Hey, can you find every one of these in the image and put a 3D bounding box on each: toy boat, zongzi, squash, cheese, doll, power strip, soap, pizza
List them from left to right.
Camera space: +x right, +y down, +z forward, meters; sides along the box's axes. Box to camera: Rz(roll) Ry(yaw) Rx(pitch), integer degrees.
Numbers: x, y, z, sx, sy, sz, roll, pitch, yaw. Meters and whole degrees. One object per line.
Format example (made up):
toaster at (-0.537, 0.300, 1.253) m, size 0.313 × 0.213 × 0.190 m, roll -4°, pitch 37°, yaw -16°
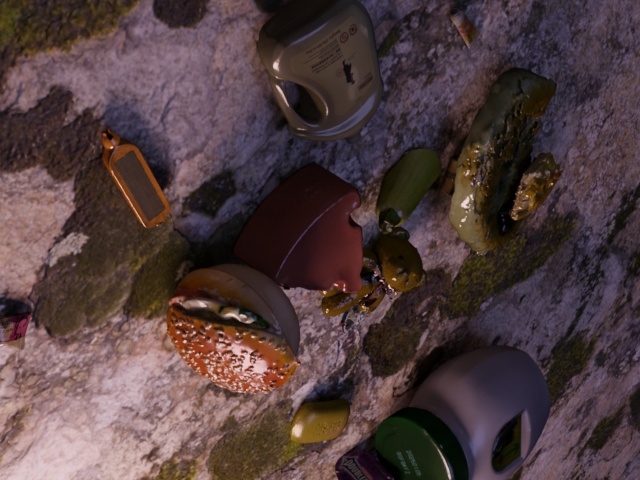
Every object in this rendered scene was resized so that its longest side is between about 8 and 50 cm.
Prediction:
power strip at (-0.260, -0.088, 1.375) m, size 0.049 × 0.028 × 0.178 m, roll -40°, pitch 137°, yaw -17°
cheese at (-0.004, -0.021, 1.583) m, size 0.203 × 0.128 × 0.177 m, roll 8°, pitch 111°, yaw -44°
soap at (0.002, 0.343, 1.888) m, size 0.140 × 0.045 × 0.088 m, roll 2°, pitch 118°, yaw -43°
toy boat at (0.065, 0.136, 1.819) m, size 0.038 × 0.038 × 0.083 m, roll 32°, pitch 91°, yaw -49°
doll at (0.094, 0.069, 1.758) m, size 0.210 × 0.097 × 0.137 m, roll -29°, pitch 115°, yaw -19°
squash at (0.134, -0.077, 1.718) m, size 0.200 × 0.075 × 0.090 m, roll -52°, pitch 163°, yaw -37°
zongzi at (0.265, -0.118, 1.833) m, size 0.083 × 0.040 × 0.076 m, roll 2°, pitch 116°, yaw -38°
pizza at (0.407, -0.103, 1.855) m, size 0.160 × 0.036 × 0.099 m, roll -44°, pitch 144°, yaw -31°

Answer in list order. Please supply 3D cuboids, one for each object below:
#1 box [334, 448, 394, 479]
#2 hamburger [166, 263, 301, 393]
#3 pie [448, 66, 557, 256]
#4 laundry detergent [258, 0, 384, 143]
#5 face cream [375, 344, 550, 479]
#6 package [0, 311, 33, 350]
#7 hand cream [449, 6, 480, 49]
box at (0.114, 0.594, 2.089) m, size 0.097 × 0.134 × 0.345 m, roll -32°, pitch 134°, yaw -20°
hamburger at (-0.134, 0.140, 1.511) m, size 0.147 × 0.237 × 0.236 m, roll -50°, pitch 144°, yaw -41°
pie at (0.336, -0.136, 1.833) m, size 0.296 × 0.078 × 0.371 m, roll -41°, pitch 141°, yaw -33°
laundry detergent at (0.012, -0.240, 1.483) m, size 0.181 × 0.091 × 0.253 m, roll -39°, pitch 137°, yaw -15°
face cream at (0.306, 0.383, 2.057) m, size 0.357 × 0.220 × 0.312 m, roll -24°, pitch 122°, yaw -37°
package at (-0.431, 0.126, 1.356) m, size 0.083 × 0.029 × 0.059 m, roll 1°, pitch 108°, yaw -55°
hand cream at (0.244, -0.360, 1.676) m, size 0.035 × 0.022 × 0.102 m, roll -58°, pitch 143°, yaw -4°
